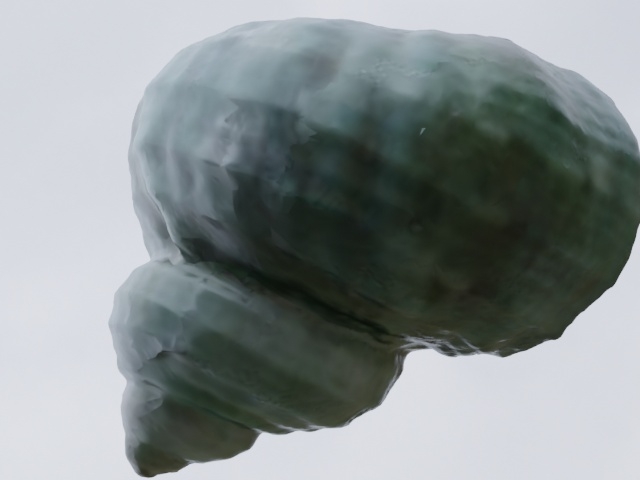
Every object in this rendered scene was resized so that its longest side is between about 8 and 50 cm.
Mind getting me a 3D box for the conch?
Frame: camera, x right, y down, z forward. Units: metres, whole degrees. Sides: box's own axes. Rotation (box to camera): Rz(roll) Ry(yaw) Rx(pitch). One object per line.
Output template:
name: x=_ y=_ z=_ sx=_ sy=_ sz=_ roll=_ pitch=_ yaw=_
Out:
conch: x=0.000 y=0.000 z=0.812 sx=0.277 sy=0.220 sz=0.195 roll=-46 pitch=-5 yaw=2
